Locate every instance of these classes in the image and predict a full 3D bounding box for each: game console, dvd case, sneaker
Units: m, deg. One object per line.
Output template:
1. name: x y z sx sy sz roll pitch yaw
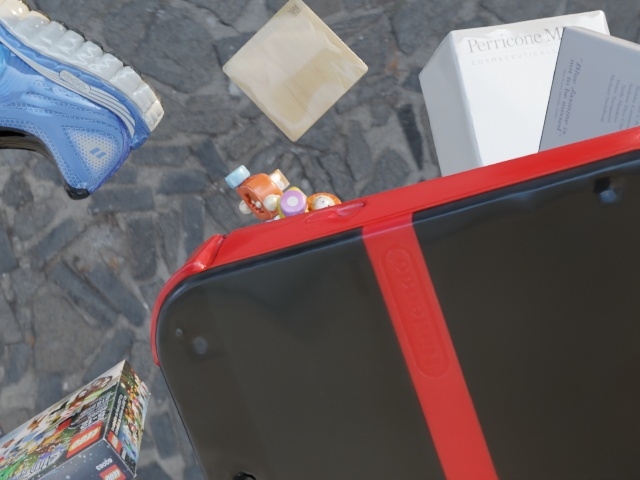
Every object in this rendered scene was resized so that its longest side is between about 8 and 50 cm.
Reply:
1. game console: 0.094 0.154 0.507 0.342 0.060 0.386 -15 103 25
2. dvd case: 0.221 -0.043 0.627 0.022 0.253 0.180 1 111 -15
3. sneaker: -0.301 -0.145 0.716 0.330 0.130 0.147 31 83 -4

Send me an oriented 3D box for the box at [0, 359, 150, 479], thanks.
1. box: -0.261 0.210 0.763 0.233 0.159 0.044 -33 106 3

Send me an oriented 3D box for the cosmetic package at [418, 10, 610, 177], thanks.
1. cosmetic package: 0.306 -0.060 1.198 0.230 0.161 0.452 -11 81 -10

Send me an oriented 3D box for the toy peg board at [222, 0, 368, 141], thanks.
1. toy peg board: -0.037 -0.262 1.376 0.161 0.079 0.161 -44 89 3

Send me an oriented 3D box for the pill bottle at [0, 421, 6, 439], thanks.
1. pill bottle: -0.440 0.238 0.958 0.131 0.245 0.130 0 81 -3

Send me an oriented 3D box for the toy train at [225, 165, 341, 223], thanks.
1. toy train: 0.000 0.000 0.674 0.046 0.125 0.166 -40 96 -14
